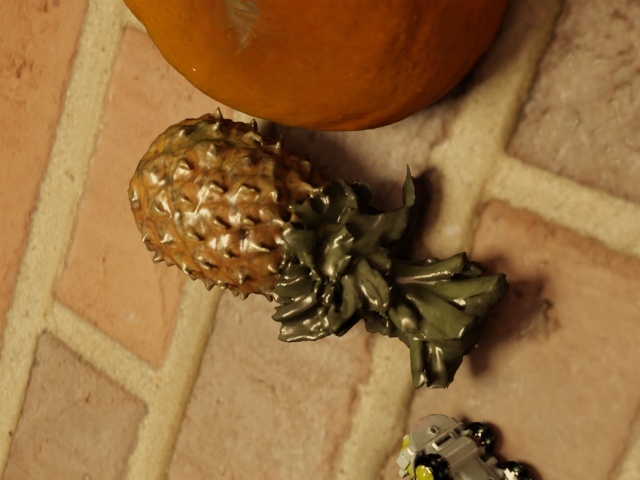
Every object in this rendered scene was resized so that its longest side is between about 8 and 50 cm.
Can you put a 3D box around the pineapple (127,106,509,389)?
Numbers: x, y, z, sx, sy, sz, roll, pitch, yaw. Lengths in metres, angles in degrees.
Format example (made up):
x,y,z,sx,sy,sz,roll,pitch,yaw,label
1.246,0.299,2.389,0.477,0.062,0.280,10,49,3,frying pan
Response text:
x,y,z,sx,sy,sz,roll,pitch,yaw,label
0.000,0.000,0.786,0.310,0.141,0.170,27,81,23,pineapple

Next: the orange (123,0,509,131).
x,y,z,sx,sy,sz,roll,pitch,yaw,label
-0.020,-0.211,0.721,0.274,0.310,0.274,-30,51,46,orange

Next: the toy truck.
x,y,z,sx,sy,sz,roll,pitch,yaw,label
0.103,0.191,0.756,0.111,0.076,0.077,47,135,25,toy truck
